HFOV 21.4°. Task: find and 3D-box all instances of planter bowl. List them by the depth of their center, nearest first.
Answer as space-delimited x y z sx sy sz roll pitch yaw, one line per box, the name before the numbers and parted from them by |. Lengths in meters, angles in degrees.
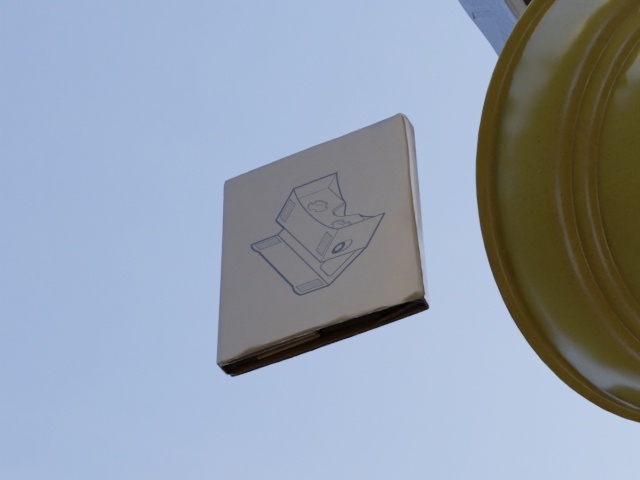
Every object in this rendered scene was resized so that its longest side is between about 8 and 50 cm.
planter bowl | 0.178 -0.026 0.693 0.217 0.090 0.217 0 -89 -25

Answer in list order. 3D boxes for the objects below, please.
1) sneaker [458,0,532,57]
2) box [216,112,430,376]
sneaker | 0.246 -0.191 1.604 0.146 0.104 0.296 -23 -104 -21
box | 0.000 0.000 1.279 0.164 0.201 0.021 -20 -49 17
